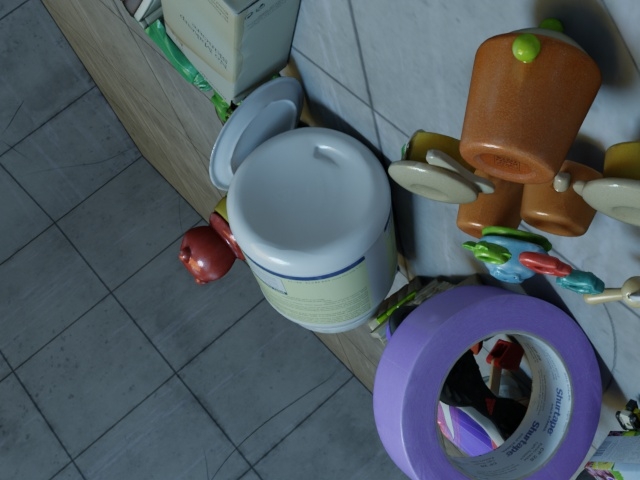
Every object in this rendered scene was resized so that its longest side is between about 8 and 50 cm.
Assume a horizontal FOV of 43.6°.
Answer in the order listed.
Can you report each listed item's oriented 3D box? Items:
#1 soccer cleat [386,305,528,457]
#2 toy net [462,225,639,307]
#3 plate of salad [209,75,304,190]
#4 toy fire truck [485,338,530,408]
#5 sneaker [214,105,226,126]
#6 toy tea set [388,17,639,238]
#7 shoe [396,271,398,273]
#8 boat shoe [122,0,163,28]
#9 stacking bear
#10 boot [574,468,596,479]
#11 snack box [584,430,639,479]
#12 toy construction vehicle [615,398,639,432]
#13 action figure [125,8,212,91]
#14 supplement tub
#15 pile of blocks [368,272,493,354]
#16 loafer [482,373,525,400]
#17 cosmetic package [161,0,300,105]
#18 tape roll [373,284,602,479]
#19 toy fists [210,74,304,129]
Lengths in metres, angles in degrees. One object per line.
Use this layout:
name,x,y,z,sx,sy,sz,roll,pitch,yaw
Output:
soccer cleat,0.186,0.221,1.114,0.318,0.108,0.116,44,135,-14
toy net,0.248,0.027,0.709,0.232,0.045,0.122,14,168,22
plate of salad,-0.099,-0.162,1.193,0.048,0.200,0.200,39,166,20
toy fire truck,0.297,0.260,1.213,0.135,0.191,0.047,23,175,-13
sneaker,-0.162,-0.226,1.625,0.188,0.066,0.071,70,174,-47
toy tea set,0.179,-0.087,0.705,0.200,0.124,0.336,22,171,-14
shoe,0.062,0.031,1.507,0.178,0.081,0.063,42,166,35
boat shoe,-0.280,-0.419,1.286,0.096,0.117,0.324,50,175,-14
stacking bear,-0.154,-0.033,1.591,0.164,0.289,0.175,42,166,35
boot,0.447,0.492,1.168,0.338,0.223,0.118,49,168,2
snack box,0.430,0.298,0.907,0.174,0.070,0.207,44,160,0
toy construction vehicle,0.408,0.225,0.960,0.086,0.035,0.098,10,143,56
action figure,-0.281,-0.381,1.532,0.232,0.063,0.137,54,167,-2
supplement tub,0.000,0.000,1.252,0.235,0.235,0.324,45,167,24
pile of blocks,0.179,0.142,1.252,0.112,0.149,0.362,51,168,-5
loafer,0.311,0.293,1.402,0.319,0.112,0.111,77,-172,-75
cosmetic package,-0.120,-0.309,1.034,0.160,0.113,0.309,49,168,4
tape roll,0.208,0.196,0.995,0.274,0.275,0.090,53,169,-15
toy fists,-0.100,-0.202,1.341,0.142,0.096,0.279,35,163,54
